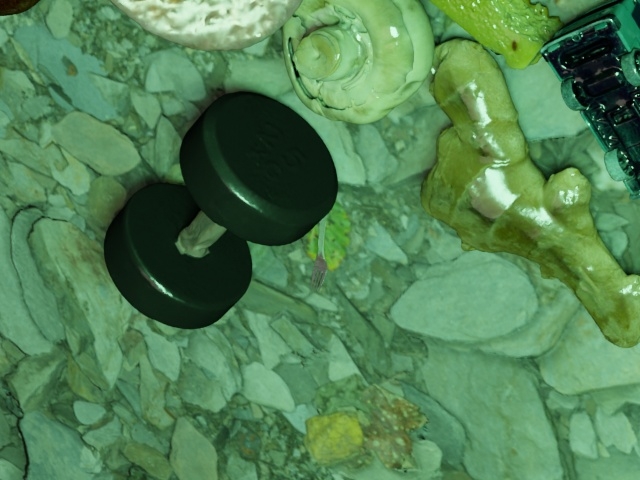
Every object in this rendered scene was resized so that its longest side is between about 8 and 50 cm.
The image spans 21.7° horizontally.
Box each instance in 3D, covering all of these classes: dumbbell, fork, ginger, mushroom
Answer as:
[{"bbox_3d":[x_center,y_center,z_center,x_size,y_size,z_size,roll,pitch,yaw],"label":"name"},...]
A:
[{"bbox_3d":[-0.100,-0.027,1.640,0.152,0.152,0.218,45,131,-1],"label":"dumbbell"},{"bbox_3d":[0.001,0.000,1.690,0.016,0.012,0.115,14,120,18],"label":"fork"},{"bbox_3d":[0.188,-0.028,1.524,0.148,0.081,0.334,-41,96,21],"label":"ginger"},{"bbox_3d":[0.024,-0.174,1.487,0.154,0.122,0.154,16,116,35],"label":"mushroom"}]

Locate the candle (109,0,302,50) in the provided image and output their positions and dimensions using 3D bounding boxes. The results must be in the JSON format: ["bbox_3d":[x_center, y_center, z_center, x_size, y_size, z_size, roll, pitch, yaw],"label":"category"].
[{"bbox_3d":[-0.139,-0.320,1.400,0.287,0.131,0.317,0,108,-8],"label":"candle"}]

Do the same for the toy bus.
[{"bbox_3d":[0.261,-0.126,1.407,0.079,0.092,0.160,-23,111,36],"label":"toy bus"}]

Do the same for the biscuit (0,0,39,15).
[{"bbox_3d":[-0.340,-0.313,1.670,0.192,0.049,0.192,16,122,28],"label":"biscuit"}]

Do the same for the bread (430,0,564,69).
[{"bbox_3d":[0.116,-0.245,1.445,0.226,0.049,0.088,39,130,2],"label":"bread"}]
